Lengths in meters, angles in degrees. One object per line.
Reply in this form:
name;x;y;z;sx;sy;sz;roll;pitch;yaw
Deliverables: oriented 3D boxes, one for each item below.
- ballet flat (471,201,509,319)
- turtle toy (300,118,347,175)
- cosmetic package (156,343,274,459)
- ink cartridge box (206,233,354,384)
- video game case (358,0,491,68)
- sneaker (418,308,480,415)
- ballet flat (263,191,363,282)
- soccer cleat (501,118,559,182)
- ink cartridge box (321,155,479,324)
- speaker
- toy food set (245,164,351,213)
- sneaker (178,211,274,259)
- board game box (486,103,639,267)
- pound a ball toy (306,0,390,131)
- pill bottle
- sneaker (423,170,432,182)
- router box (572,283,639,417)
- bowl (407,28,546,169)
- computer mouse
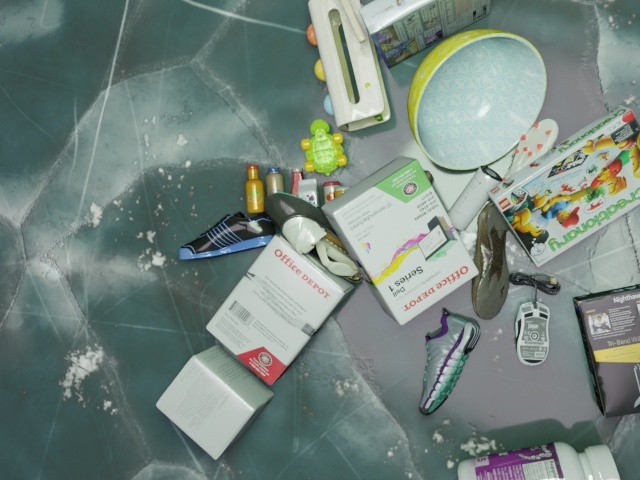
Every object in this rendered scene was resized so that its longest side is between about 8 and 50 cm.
ballet flat;0.355;0.043;1.448;0.084;0.058;0.249;-2;98;-24
turtle toy;0.006;-0.206;1.507;0.095;0.066;0.130;-9;88;3
cosmetic package;-0.232;0.357;1.535;0.184;0.151;0.151;40;100;10
ink cartridge box;-0.087;0.145;1.508;0.197;0.114;0.273;40;104;8
video game case;0.214;-0.453;1.350;0.244;0.269;0.061;-27;85;12
sneaker;0.254;0.263;1.474;0.098;0.083;0.223;30;94;31
ballet flat;0.000;0.000;1.434;0.280;0.096;0.095;33;122;-23
soccer cleat;0.432;-0.157;1.405;0.068;0.076;0.196;47;117;46
ink cartridge box;0.163;-0.001;1.388;0.201;0.117;0.278;-33;105;-5
speaker;0.318;-0.087;1.427;0.055;0.055;0.136;36;118;9
toy food set;-0.043;-0.120;1.498;0.232;0.111;0.104;-5;90;11
sneaker;-0.218;-0.013;1.561;0.232;0.081;0.090;-12;86;6
board game box;0.513;-0.104;1.364;0.305;0.053;0.193;-35;114;12
pound a ball toy;0.038;-0.400;1.423;0.136;0.208;0.319;-14;89;12
pill bottle;0.443;0.503;1.381;0.302;0.169;0.169;-15;88;12
sneaker;0.192;-0.064;1.483;0.071;0.066;0.188;36;102;-11
router box;0.690;0.203;1.360;0.309;0.081;0.243;-13;89;13
bowl;0.288;-0.303;1.380;0.289;0.289;0.156;-43;40;10
computer mouse;0.442;0.165;1.433;0.106;0.042;0.193;5;91;-4
